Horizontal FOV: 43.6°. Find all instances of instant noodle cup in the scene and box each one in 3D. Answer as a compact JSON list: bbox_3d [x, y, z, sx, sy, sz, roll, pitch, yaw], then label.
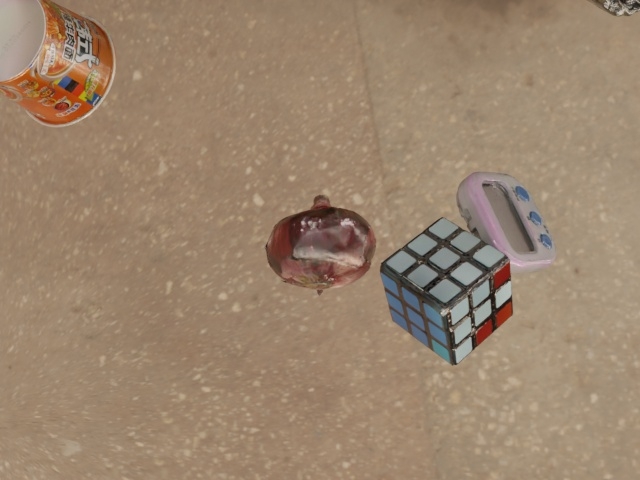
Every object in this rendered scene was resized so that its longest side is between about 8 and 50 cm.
[{"bbox_3d":[-0.565,-0.374,1.595,0.250,0.192,0.250,-4,79,19],"label":"instant noodle cup"}]

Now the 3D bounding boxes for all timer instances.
[{"bbox_3d":[0.351,-0.033,1.517,0.191,0.069,0.208,0,61,-41],"label":"timer"}]

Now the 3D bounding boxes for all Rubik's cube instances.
[{"bbox_3d":[0.218,0.087,1.378,0.163,0.160,0.162,-36,138,-21],"label":"Rubik's cube"}]

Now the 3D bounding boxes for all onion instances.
[{"bbox_3d":[0.000,0.000,1.787,0.252,0.252,0.219,2,70,-23],"label":"onion"}]

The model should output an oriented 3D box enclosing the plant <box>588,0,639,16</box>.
[{"bbox_3d":[0.603,-0.553,1.640,0.142,0.164,0.256,20,40,-15],"label":"plant"}]
